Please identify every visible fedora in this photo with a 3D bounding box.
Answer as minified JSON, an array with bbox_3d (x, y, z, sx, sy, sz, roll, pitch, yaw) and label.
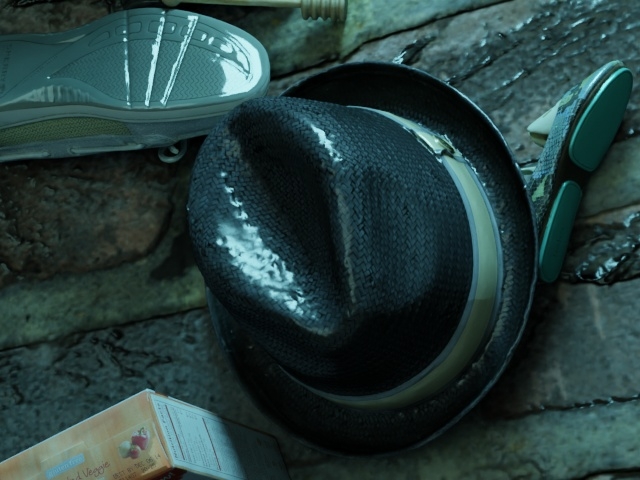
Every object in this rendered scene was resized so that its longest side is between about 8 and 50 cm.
[{"bbox_3d":[0.000,0.000,1.337,0.334,0.152,0.334,-11,71,33],"label":"fedora"}]

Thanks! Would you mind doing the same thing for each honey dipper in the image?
[{"bbox_3d":[-0.057,-0.207,1.491,0.160,0.030,0.030,5,76,6],"label":"honey dipper"}]

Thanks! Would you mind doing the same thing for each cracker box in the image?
[{"bbox_3d":[-0.135,0.191,1.320,0.155,0.232,0.067,-27,67,14],"label":"cracker box"}]

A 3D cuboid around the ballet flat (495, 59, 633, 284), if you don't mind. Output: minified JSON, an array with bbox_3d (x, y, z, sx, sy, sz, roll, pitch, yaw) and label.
[{"bbox_3d":[0.181,-0.059,1.357,0.070,0.070,0.188,21,82,26],"label":"ballet flat"}]

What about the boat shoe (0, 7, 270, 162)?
[{"bbox_3d":[-0.190,-0.122,1.520,0.320,0.103,0.118,-6,54,15],"label":"boat shoe"}]

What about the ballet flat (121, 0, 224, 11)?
[{"bbox_3d":[-0.098,-0.232,1.527,0.173,0.057,0.049,-10,58,18],"label":"ballet flat"}]
